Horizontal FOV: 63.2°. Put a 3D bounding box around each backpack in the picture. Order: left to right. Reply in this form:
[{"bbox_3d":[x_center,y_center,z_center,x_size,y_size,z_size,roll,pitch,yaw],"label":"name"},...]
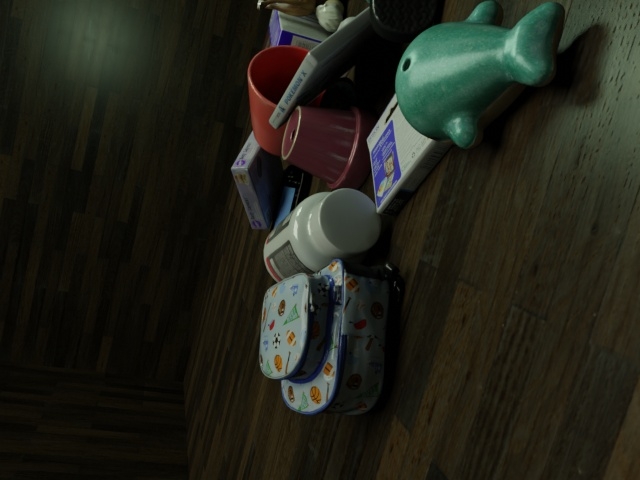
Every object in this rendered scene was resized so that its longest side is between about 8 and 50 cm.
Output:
[{"bbox_3d":[0.011,0.181,0.942,0.276,0.213,0.263,145,124,-60],"label":"backpack"}]

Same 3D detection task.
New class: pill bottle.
[{"bbox_3d":[0.000,0.000,1.112,0.318,0.176,0.176,146,133,-65],"label":"pill bottle"}]

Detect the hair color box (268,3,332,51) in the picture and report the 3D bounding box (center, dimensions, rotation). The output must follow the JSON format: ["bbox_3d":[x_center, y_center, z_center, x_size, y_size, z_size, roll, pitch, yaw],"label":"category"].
[{"bbox_3d":[-0.069,-0.694,1.758,0.338,0.185,0.110,-99,25,-49],"label":"hair color box"}]

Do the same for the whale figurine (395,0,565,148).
[{"bbox_3d":[0.203,-0.238,0.722,0.272,0.141,0.216,-177,99,-70],"label":"whale figurine"}]

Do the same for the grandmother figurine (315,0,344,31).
[{"bbox_3d":[0.054,-0.831,1.640,0.208,0.104,0.342,26,-109,-79],"label":"grandmother figurine"}]

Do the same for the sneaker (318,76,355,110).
[{"bbox_3d":[0.027,-0.309,1.403,0.283,0.110,0.122,-58,8,40],"label":"sneaker"}]

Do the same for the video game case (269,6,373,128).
[{"bbox_3d":[0.035,-0.426,1.225,0.329,0.036,0.300,-46,5,-26],"label":"video game case"}]

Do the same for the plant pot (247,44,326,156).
[{"bbox_3d":[-0.095,-0.402,1.572,0.243,0.275,0.274,111,163,-58],"label":"plant pot"}]

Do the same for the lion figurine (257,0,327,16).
[{"bbox_3d":[-0.073,-0.799,1.698,0.392,0.240,0.142,-86,13,-45],"label":"lion figurine"}]

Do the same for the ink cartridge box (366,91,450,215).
[{"bbox_3d":[0.158,-0.187,0.974,0.206,0.045,0.208,124,150,-47],"label":"ink cartridge box"}]

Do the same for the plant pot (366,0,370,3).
[{"bbox_3d":[0.041,-0.808,1.274,0.341,0.334,0.340,-167,90,-73],"label":"plant pot"}]

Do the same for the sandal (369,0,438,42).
[{"bbox_3d":[0.171,-0.603,1.047,0.107,0.168,0.445,107,174,-83],"label":"sandal"}]

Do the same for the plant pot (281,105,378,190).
[{"bbox_3d":[0.014,-0.228,1.215,0.201,0.180,0.201,-167,90,-72],"label":"plant pot"}]

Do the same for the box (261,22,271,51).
[{"bbox_3d":[-0.130,-0.700,1.969,0.203,0.169,0.167,-101,28,-49],"label":"box"}]

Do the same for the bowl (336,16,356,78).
[{"bbox_3d":[0.067,-0.551,1.476,0.142,0.053,0.141,125,152,-52],"label":"bowl"}]

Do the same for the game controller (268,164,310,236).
[{"bbox_3d":[-0.108,-0.083,1.663,0.166,0.067,0.319,-153,75,-71],"label":"game controller"}]

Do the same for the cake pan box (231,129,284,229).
[{"bbox_3d":[-0.192,-0.204,1.724,0.266,0.070,0.245,75,-155,-43],"label":"cake pan box"}]
